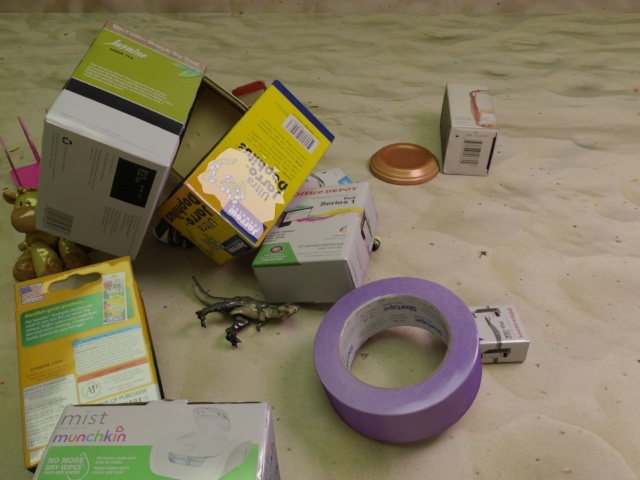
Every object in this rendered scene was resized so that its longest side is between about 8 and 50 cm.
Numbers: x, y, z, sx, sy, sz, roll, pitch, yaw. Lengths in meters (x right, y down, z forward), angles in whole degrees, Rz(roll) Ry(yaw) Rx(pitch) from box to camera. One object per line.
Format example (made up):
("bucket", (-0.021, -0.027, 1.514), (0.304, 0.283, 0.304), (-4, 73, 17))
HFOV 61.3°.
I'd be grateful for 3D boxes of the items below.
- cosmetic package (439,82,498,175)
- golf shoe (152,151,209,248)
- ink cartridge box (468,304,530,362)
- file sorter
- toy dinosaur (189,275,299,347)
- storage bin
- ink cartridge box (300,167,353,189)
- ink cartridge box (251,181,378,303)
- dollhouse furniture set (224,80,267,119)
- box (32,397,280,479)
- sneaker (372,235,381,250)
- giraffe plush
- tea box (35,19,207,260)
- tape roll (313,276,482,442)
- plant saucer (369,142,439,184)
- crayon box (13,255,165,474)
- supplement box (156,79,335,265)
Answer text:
("cosmetic package", (0.422, -0.327, 1.563), (0.129, 0.153, 0.296), (5, 40, 6))
("golf shoe", (-0.315, -0.114, 1.307), (0.120, 0.105, 0.273), (8, 63, 31))
("ink cartridge box", (0.305, 0.173, 1.005), (0.135, 0.056, 0.099), (-3, 37, -1))
("file sorter", (-0.718, -0.258, 1.499), (0.290, 0.182, 0.202), (-24, 43, -25))
("toy dinosaur", (-0.176, 0.141, 1.070), (0.268, 0.064, 0.118), (12, 34, 21))
("storage bin", (-0.330, -0.287, 1.439), (0.260, 0.123, 0.262), (40, 90, 27))
("ink cartridge box", (-0.012, -0.121, 1.391), (0.180, 0.060, 0.104), (-16, 41, -18))
("ink cartridge box", (0.000, 0.000, 1.161), (0.201, 0.117, 0.278), (-4, 36, 19))
("dollhouse furniture set", (-0.316, -0.331, 1.638), (0.373, 0.152, 0.201), (-14, 37, 12))
("box", (-0.187, 0.324, 0.696), (0.261, 0.231, 0.127), (0, 38, 1))
("sneaker", (0.099, 0.002, 1.253), (0.083, 0.031, 0.035), (6, 39, 10))
("giraffe plush", (-0.627, -0.034, 1.219), (0.181, 0.171, 0.210), (-19, 41, -20))
("tea box", (-0.412, -0.198, 1.121), (0.219, 0.329, 0.324), (21, 48, -17))
("tape roll", (0.130, 0.192, 0.916), (0.274, 0.090, 0.275), (-10, 42, 9))
("plant saucer", (0.238, -0.224, 1.531), (0.199, 0.037, 0.200), (-2, 38, 1))
("crayon box", (-0.388, 0.199, 0.912), (0.203, 0.083, 0.323), (-15, 58, -15))
("supplement box", (-0.160, -0.150, 1.209), (0.194, 0.195, 0.357), (-25, 27, 54))
